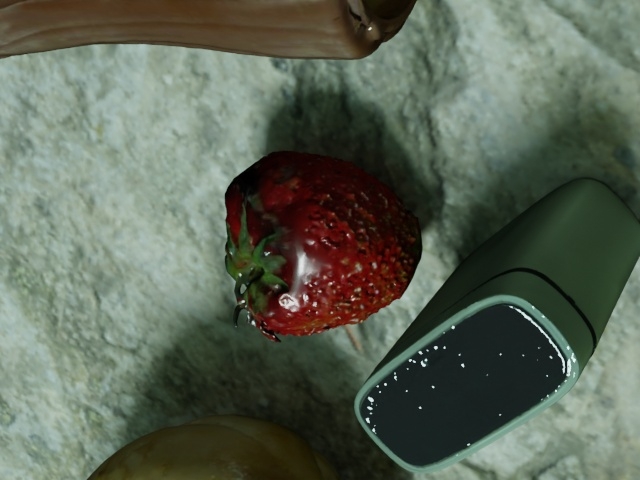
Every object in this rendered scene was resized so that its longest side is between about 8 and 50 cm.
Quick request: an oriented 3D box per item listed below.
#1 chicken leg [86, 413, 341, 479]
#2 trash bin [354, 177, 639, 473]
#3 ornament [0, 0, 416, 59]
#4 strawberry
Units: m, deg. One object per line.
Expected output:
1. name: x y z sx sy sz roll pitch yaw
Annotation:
1. chicken leg: -0.084 0.270 0.855 0.295 0.182 0.409 39 132 -16
2. trash bin: 0.088 0.039 0.647 0.059 0.130 0.116 49 126 -3
3. ornament: -0.067 -0.178 0.580 0.218 0.235 0.221 6 91 19
4. strawberry: 0.000 -0.001 0.702 0.106 0.106 0.106 12 120 22
